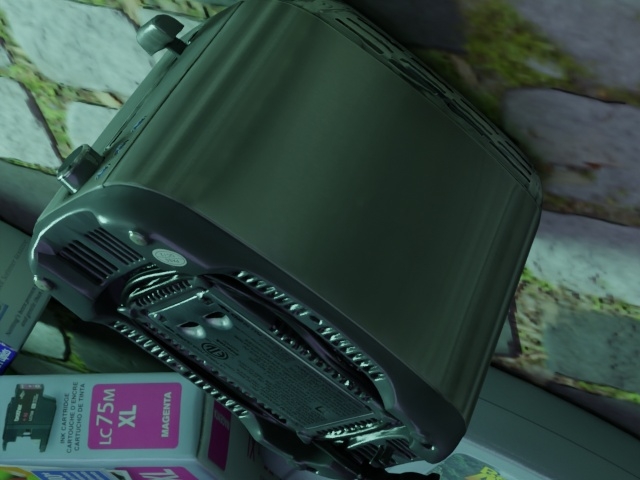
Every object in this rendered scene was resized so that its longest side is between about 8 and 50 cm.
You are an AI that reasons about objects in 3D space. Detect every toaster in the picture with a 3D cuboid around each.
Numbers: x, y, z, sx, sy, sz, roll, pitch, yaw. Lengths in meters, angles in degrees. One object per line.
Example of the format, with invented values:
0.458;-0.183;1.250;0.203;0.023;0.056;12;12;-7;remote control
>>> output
0.000;0.000;0.778;0.227;0.146;0.129;37;151;-19;toaster

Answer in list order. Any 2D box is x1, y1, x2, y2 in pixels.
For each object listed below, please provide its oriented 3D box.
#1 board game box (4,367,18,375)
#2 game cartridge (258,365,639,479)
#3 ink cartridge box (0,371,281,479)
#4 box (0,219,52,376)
-0.378;0.082;1.323;0.316;0.064;0.242;-3;141;42;board game box
0.120;0.152;1.047;0.294;0.060;0.196;28;148;-5;game cartridge
-0.194;0.133;1.133;0.311;0.065;0.186;0;160;14;ink cartridge box
-0.239;0.026;1.102;0.137;0.072;0.126;30;152;-8;box
